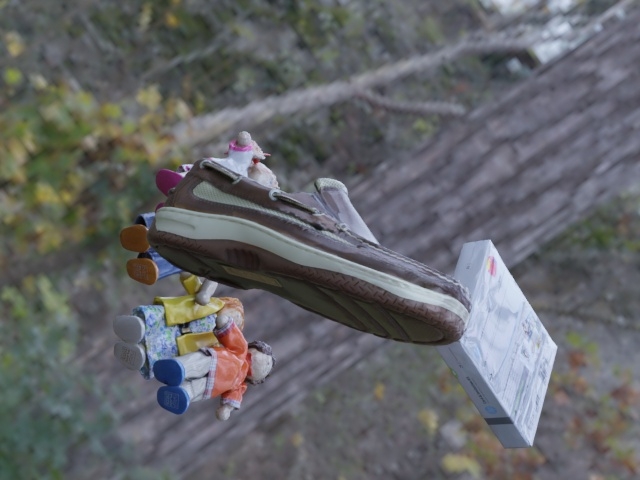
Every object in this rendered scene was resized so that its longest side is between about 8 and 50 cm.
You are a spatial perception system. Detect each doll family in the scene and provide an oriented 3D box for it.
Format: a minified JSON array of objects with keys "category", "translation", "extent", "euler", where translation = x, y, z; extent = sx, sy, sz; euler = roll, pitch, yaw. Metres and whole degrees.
[{"category":"doll family","translation":[-0.112,0.028,1.474],"extent":[0.118,0.163,0.262],"euler":[10,-77,34]}]

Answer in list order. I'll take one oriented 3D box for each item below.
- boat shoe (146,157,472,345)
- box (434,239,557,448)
[{"category":"boat shoe","translation":[-0.002,-0.003,1.192],"extent":[0.258,0.095,0.095],"euler":[18,-20,20]},{"category":"box","translation":[0.193,0.115,1.781],"extent":[0.038,0.145,0.186],"euler":[-8,-46,32]}]
